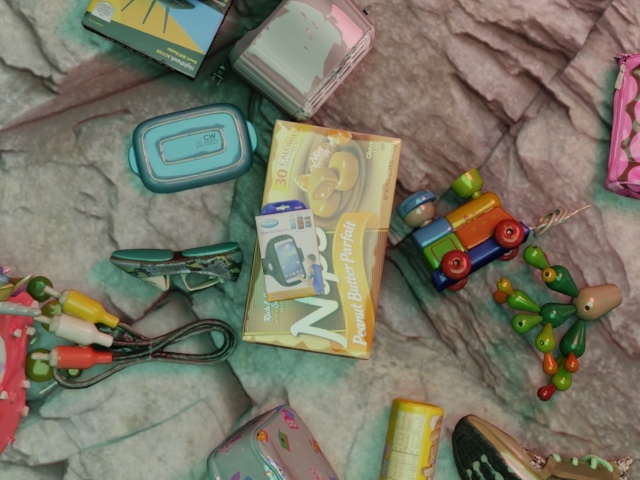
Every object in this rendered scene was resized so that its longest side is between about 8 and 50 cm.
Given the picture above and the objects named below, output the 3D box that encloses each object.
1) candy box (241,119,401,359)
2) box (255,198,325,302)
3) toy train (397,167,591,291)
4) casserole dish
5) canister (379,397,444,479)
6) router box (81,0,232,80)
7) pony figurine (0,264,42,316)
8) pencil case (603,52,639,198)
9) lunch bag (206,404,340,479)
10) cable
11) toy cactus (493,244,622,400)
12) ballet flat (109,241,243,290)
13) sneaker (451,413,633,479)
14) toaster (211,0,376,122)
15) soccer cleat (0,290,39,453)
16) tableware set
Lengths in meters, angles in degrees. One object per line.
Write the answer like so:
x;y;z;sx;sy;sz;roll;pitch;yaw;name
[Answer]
0.000;0.000;1.924;0.183;0.087;0.316;9;89;-3;candy box
-0.043;0.013;1.864;0.081;0.028;0.136;-9;90;-1;box
0.243;-0.044;1.943;0.248;0.105;0.143;-30;77;-4;toy train
-0.182;-0.133;1.943;0.188;0.037;0.114;-13;90;-5;casserole dish
0.123;0.312;1.907;0.073;0.126;0.170;10;86;-3;canister
-0.231;-0.326;1.938;0.179;0.046;0.133;25;87;-3;router box
-0.571;0.088;1.805;0.351;0.303;0.363;41;110;9;pony figurine
0.459;-0.165;1.957;0.098;0.095;0.209;8;85;-38;pencil case
-0.032;0.372;1.852;0.108;0.224;0.279;-30;91;15;lunch bag
-0.262;0.154;1.900;0.287;0.072;0.139;11;86;-8;cable
0.348;0.107;1.952;0.180;0.112;0.219;-16;87;-23;toy cactus
-0.203;0.042;1.926;0.188;0.070;0.070;-3;89;0;ballet flat
0.369;0.365;1.941;0.410;0.158;0.182;39;56;0;sneaker
-0.028;-0.267;1.910;0.146;0.129;0.227;41;85;-4;toaster
-0.456;0.181;1.884;0.095;0.083;0.248;14;97;26;soccer cleat
-0.393;0.133;1.931;0.104;0.024;0.154;-32;90;-7;tableware set
